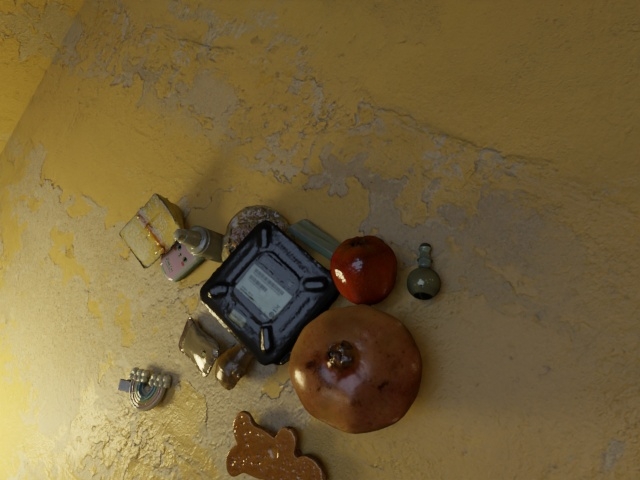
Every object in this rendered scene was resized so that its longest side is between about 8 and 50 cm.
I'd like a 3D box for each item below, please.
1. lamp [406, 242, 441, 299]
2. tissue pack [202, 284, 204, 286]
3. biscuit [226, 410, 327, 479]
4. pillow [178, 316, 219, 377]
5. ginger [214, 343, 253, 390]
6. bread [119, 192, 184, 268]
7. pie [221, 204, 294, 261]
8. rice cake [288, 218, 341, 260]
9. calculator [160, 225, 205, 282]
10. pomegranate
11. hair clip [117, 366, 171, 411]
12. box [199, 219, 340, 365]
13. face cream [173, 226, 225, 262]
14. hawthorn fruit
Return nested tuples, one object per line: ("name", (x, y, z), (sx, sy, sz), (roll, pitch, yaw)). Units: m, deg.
("lamp", (0.285, 0.080, 1.226), (0.091, 0.091, 0.163), (-7, 58, 26))
("tissue pack", (-0.338, 0.151, 1.529), (0.111, 0.085, 0.079), (-30, 63, 19))
("biscuit", (-0.128, 0.649, 1.306), (0.339, 0.047, 0.216), (7, 83, 27))
("pillow", (-0.421, 0.364, 1.524), (0.232, 0.038, 0.131), (30, 97, 43))
("ginger", (-0.224, 0.365, 1.416), (0.294, 0.086, 0.131), (-34, 41, 11))
("bread", (-0.634, -0.029, 1.682), (0.240, 0.135, 0.178), (-43, 43, 9))
("pie", (-0.212, 0.015, 1.481), (0.274, 0.055, 0.274), (-2, 81, 12))
("rice cake", (0.000, 0.001, 1.399), (0.221, 0.080, 0.042), (34, 130, 31))
("calculator", (-0.501, 0.049, 1.667), (0.246, 0.045, 0.141), (-38, 63, 13))
("pomegranate", (0.082, 0.319, 1.125), (0.338, 0.338, 0.338), (-8, 73, 26))
("hair clip", (-0.639, 0.539, 1.609), (0.220, 0.054, 0.140), (5, 72, 25))
("box", (-0.156, 0.157, 1.369), (0.359, 0.091, 0.350), (40, 88, 17))
("face cream", (-0.398, 0.007, 1.502), (0.101, 0.251, 0.101), (-8, 73, 26))
("hawthorn fruit", (0.125, 0.103, 1.256), (0.196, 0.196, 0.225), (-3, 105, 27))
